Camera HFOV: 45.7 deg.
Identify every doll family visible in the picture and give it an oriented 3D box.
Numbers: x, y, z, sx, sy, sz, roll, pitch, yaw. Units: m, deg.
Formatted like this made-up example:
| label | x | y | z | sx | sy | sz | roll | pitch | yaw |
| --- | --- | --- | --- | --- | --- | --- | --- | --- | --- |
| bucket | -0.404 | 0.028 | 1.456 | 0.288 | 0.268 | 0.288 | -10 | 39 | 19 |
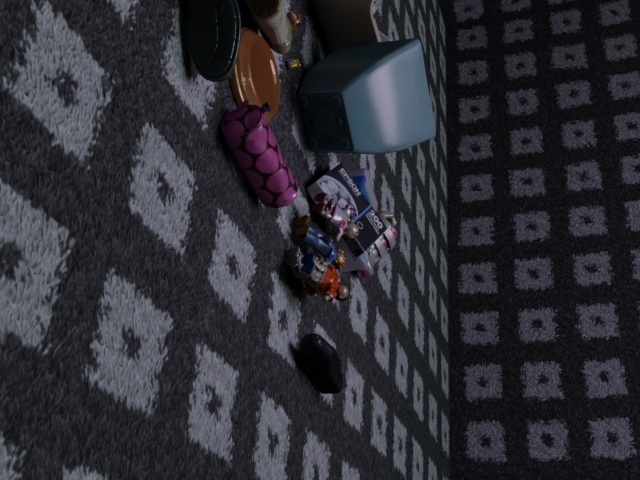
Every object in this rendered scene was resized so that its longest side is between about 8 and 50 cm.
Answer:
| label | x | y | z | sx | sy | sz | roll | pitch | yaw |
| --- | --- | --- | --- | --- | --- | --- | --- | --- | --- |
| doll family | 0.002 | 0.033 | 1.663 | 0.163 | 0.118 | 0.263 | 43 | 44 | -37 |

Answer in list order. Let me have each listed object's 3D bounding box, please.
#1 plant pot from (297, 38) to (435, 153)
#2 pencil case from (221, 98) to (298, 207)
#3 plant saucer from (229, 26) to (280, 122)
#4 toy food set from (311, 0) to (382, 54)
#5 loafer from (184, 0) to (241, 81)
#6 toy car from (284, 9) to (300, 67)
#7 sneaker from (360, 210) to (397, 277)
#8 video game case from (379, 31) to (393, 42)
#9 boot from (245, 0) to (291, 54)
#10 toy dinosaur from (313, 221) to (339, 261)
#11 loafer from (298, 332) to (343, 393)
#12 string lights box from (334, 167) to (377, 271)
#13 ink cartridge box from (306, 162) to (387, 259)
| label | x | y | z | sx | sy | sz | roll | pitch | yaw |
| --- | --- | --- | --- | --- | --- | --- | --- | --- | --- |
| plant pot | 0.091 | -0.322 | 1.819 | 0.252 | 0.247 | 0.248 | -34 | 120 | -39 |
| pencil case | -0.108 | -0.159 | 1.426 | 0.209 | 0.095 | 0.098 | 67 | 9 | -46 |
| plant saucer | -0.125 | -0.323 | 1.501 | 0.200 | 0.037 | 0.200 | -5 | 90 | -72 |
| toy food set | 0.110 | -0.536 | 1.964 | 0.092 | 0.219 | 0.306 | -44 | 137 | -18 |
| loafer | -0.180 | -0.394 | 1.279 | 0.084 | 0.096 | 0.268 | 12 | 69 | -83 |
| toy car | -0.065 | -0.448 | 1.695 | 0.040 | 0.060 | 0.122 | -22 | 100 | -38 |
| sneaker | 0.154 | -0.004 | 2.115 | 0.103 | 0.111 | 0.252 | 66 | 26 | -42 |
| video game case | 0.132 | -0.590 | 2.126 | 0.026 | 0.227 | 0.206 | -54 | 166 | 12 |
| boot | -0.116 | -0.493 | 1.515 | 0.165 | 0.077 | 0.213 | 56 | 15 | -72 |
| toy dinosaur | 0.000 | 0.000 | 1.782 | 0.093 | 0.053 | 0.183 | 67 | 23 | 4 |
| loafer | 0.001 | 0.257 | 1.650 | 0.223 | 0.076 | 0.078 | 68 | 19 | -51 |
| string lights box | 0.087 | -0.056 | 1.987 | 0.260 | 0.076 | 0.133 | -76 | 152 | -46 |
| ink cartridge box | 0.077 | -0.084 | 1.851 | 0.206 | 0.045 | 0.208 | 55 | 33 | -6 |
